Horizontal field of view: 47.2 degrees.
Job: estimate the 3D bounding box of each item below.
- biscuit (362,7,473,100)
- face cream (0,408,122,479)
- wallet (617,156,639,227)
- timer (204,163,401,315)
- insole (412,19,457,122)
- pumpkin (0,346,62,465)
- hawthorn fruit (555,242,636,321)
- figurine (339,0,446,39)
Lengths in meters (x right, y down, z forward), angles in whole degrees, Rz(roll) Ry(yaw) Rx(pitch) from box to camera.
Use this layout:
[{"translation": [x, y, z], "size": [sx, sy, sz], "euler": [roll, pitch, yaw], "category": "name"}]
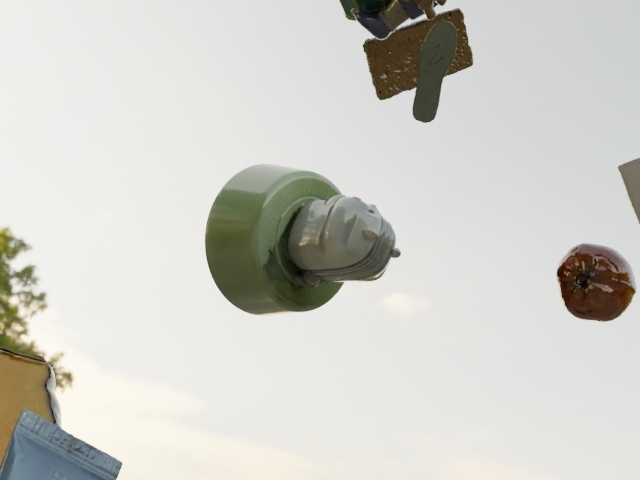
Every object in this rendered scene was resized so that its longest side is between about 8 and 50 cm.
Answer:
[{"translation": [0.201, -0.380, 1.488], "size": [0.231, 0.131, 0.025], "euler": [-22, 21, -15], "category": "biscuit"}, {"translation": [-0.321, 0.366, 0.707], "size": [0.086, 0.385, 0.135], "euler": [-23, -53, 40], "category": "face cream"}, {"translation": [0.461, -0.057, 1.013], "size": [0.061, 0.122, 0.025], "euler": [-22, -7, 33], "category": "wallet"}, {"translation": [0.000, 0.000, 1.295], "size": [0.315, 0.290, 0.291], "euler": [1, -23, 45], "category": "timer"}, {"translation": [0.205, -0.305, 1.332], "size": [0.064, 0.004, 0.188], "euler": [12, -65, 5], "category": "insole"}, {"translation": [-0.496, 0.291, 0.966], "size": [0.303, 0.225, 0.256], "euler": [-21, -49, 3], "category": "pumpkin"}, {"translation": [0.419, 0.063, 1.111], "size": [0.128, 0.128, 0.128], "euler": [4, -28, 2], "category": "hawthorn fruit"}, {"translation": [0.046, -0.350, 0.733], "size": [0.158, 0.161, 0.275], "euler": [4, -46, 38], "category": "figurine"}]
